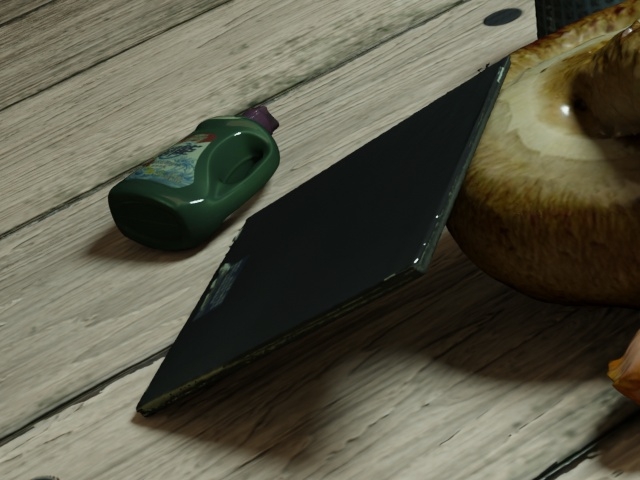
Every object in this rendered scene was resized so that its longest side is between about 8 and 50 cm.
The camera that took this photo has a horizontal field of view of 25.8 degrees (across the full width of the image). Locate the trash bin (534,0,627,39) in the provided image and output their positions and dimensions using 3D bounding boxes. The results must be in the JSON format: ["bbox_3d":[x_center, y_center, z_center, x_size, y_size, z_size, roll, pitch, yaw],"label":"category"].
[{"bbox_3d":[0.290,-0.255,1.421,0.175,0.161,0.175,-14,29,8],"label":"trash bin"}]

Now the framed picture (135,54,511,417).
[{"bbox_3d":[0.000,0.000,1.123,0.338,0.014,0.255,-30,23,41],"label":"framed picture"}]

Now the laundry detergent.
[{"bbox_3d":[-0.106,-0.075,1.448,0.144,0.078,0.221,9,37,40],"label":"laundry detergent"}]

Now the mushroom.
[{"bbox_3d":[0.255,-0.076,1.091,0.345,0.239,0.345,2,18,-1],"label":"mushroom"}]

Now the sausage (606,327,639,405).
[{"bbox_3d":[0.337,0.059,0.909,0.300,0.083,0.089,-18,22,9],"label":"sausage"}]
